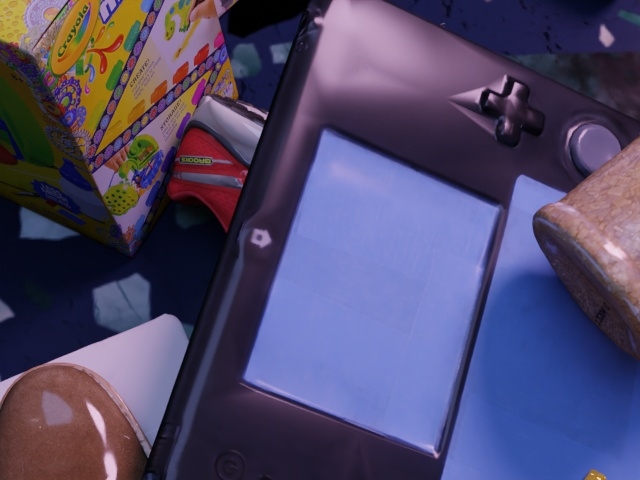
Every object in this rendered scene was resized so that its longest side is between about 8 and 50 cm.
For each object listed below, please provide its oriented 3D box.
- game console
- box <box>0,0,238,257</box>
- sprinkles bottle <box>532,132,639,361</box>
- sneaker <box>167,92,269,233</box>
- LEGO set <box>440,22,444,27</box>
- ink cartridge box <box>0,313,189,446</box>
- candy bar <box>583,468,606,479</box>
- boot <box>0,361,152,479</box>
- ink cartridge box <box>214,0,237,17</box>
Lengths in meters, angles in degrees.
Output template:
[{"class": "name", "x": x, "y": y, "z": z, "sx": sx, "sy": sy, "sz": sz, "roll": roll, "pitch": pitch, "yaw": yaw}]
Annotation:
[{"class": "game console", "x": 0.096, "y": 0.060, "z": 0.771, "sx": 0.342, "sy": 0.060, "sz": 0.386, "roll": 25, "pitch": 67, "yaw": -18}, {"class": "box", "x": -0.244, "y": -0.172, "z": 0.906, "sx": 0.290, "sy": 0.279, "sz": 0.177, "roll": 24, "pitch": 67, "yaw": 17}, {"class": "sprinkles bottle", "x": 0.298, "y": -0.077, "z": 0.731, "sx": 0.355, "sy": 0.121, "sz": 0.121, "roll": -38, "pitch": 65, "yaw": -2}, {"class": "sneaker", "x": 0.000, "y": 0.000, "z": 0.899, "sx": 0.279, "sy": 0.107, "sz": 0.118, "roll": 36, "pitch": 106, "yaw": 25}, {"class": "LEGO set", "x": 0.099, "y": -0.137, "z": 1.003, "sx": 0.054, "sy": 0.023, "sz": 0.083, "roll": 18, "pitch": 79, "yaw": 17}, {"class": "ink cartridge box", "x": -0.111, "y": 0.247, "z": 0.765, "sx": 0.207, "sy": 0.119, "sz": 0.353, "roll": -22, "pitch": 63, "yaw": -7}, {"class": "candy bar", "x": 0.221, "y": 0.176, "z": 0.701, "sx": 0.161, "sy": 0.018, "sz": 0.040, "roll": 16, "pitch": 55, "yaw": 34}, {"class": "boot", "x": -0.131, "y": 0.193, "z": 0.663, "sx": 0.112, "sy": 0.115, "sz": 0.305, "roll": -15, "pitch": 62, "yaw": -2}, {"class": "ink cartridge box", "x": -0.108, "y": -0.256, "z": 1.058, "sx": 0.104, "sy": 0.061, "sz": 0.181, "roll": 38, "pitch": 71, "yaw": 21}]
